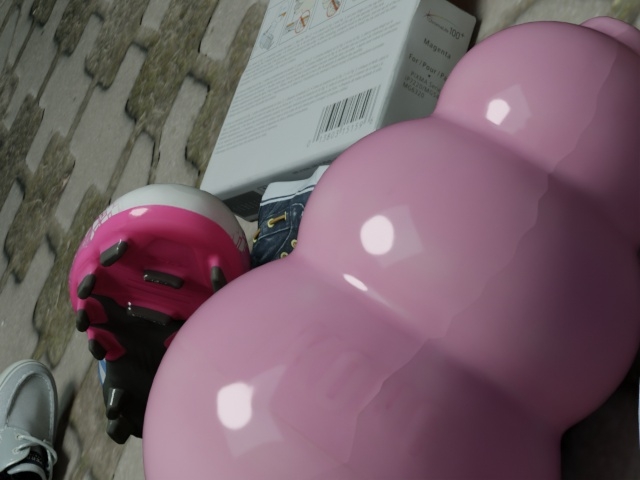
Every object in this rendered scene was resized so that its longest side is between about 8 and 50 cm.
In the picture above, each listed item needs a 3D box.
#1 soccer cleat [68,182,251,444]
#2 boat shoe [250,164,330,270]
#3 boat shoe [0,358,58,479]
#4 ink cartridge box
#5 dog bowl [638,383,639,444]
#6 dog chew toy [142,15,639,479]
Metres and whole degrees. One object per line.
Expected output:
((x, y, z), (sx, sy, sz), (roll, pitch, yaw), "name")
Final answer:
((-0.108, 0.031, 0.896), (0.331, 0.116, 0.143), (106, 176, -57), "soccer cleat")
((0.000, 0.000, 0.910), (0.183, 0.065, 0.083), (-10, 60, 66), "boat shoe")
((-0.284, 0.222, 1.204), (0.081, 0.079, 0.228), (-16, 58, 47), "boat shoe")
((0.020, -0.149, 1.008), (0.275, 0.060, 0.239), (-13, 54, 58), "ink cartridge box")
((0.233, 0.039, 0.401), (0.265, 0.104, 0.265), (-42, 33, 36), "dog bowl")
((0.062, 0.036, 0.622), (0.332, 0.206, 0.206), (-55, 26, -3), "dog chew toy")
